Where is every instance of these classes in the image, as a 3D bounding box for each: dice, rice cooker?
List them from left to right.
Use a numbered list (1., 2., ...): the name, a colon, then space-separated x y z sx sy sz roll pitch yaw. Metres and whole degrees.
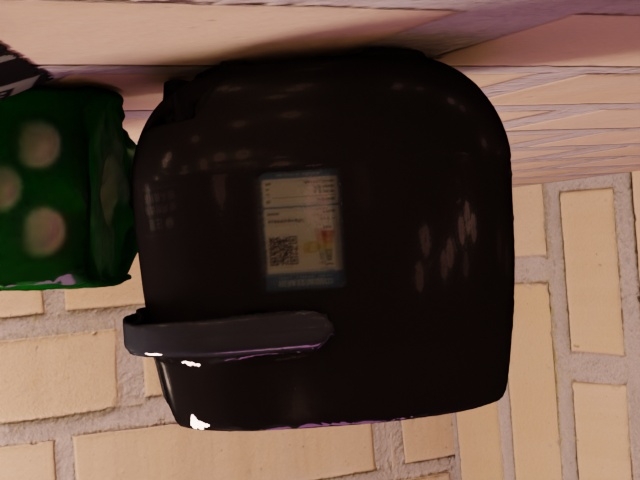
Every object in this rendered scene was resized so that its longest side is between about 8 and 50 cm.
1. dice: -0.188 -0.032 0.878 0.120 0.131 0.128 -2 -179 12
2. rice cooker: 0.000 0.000 0.843 0.267 0.225 0.267 -5 -179 0

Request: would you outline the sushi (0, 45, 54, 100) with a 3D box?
1. sushi: -0.280 -0.023 0.664 0.292 0.059 0.294 -22 179 3
